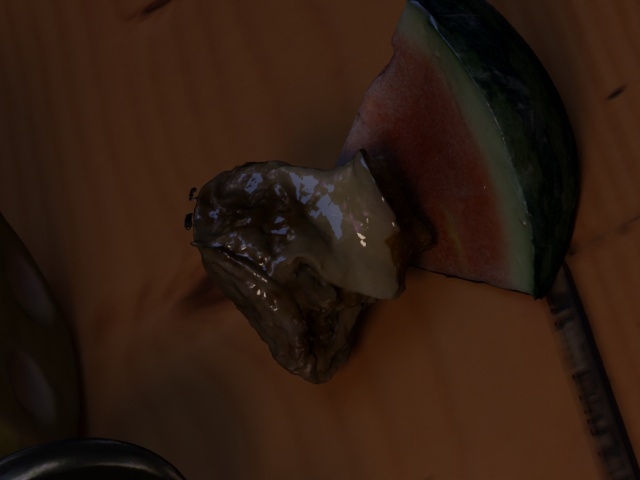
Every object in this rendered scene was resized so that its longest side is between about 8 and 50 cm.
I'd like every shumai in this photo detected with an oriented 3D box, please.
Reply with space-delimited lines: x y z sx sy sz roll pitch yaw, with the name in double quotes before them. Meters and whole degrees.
"shumai" 0.001 -0.002 1.093 0.116 0.145 0.145 -34 41 35

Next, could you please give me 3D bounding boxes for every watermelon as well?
"watermelon" 0.096 -0.046 1.137 0.202 0.136 0.207 -46 58 57

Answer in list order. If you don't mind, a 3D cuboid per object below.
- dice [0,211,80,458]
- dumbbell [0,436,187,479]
"dice" -0.309 0.085 1.193 0.227 0.233 0.238 -28 46 14
"dumbbell" -0.120 0.224 0.972 0.192 0.192 0.290 -42 42 2
